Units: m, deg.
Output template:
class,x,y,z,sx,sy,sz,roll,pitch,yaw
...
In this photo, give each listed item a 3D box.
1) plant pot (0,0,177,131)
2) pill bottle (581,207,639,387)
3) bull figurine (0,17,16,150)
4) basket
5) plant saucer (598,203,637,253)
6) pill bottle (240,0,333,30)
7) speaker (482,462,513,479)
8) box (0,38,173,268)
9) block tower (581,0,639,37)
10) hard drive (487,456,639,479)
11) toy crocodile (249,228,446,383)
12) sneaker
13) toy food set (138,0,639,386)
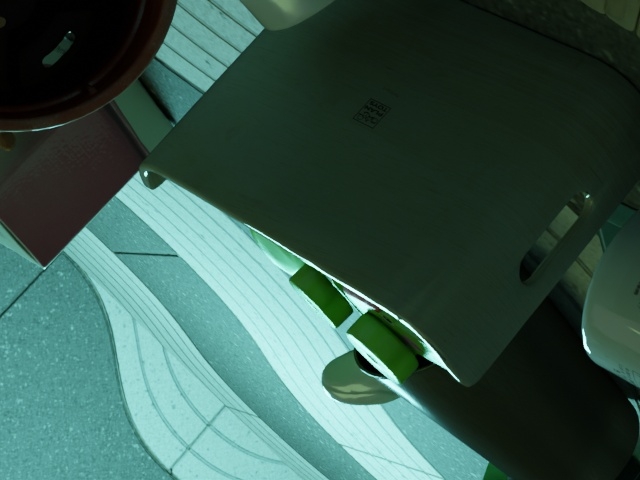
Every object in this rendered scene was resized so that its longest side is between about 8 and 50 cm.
class,x,y,z,sx,sy,sz,roll,pitch,yaw
plant pot,-0.278,-0.231,1.244,0.272,0.272,0.265,45,172,-14
pill bottle,0.293,0.070,0.896,0.229,0.131,0.131,30,161,36
bull figurine,-0.354,-0.238,1.486,0.101,0.188,0.310,30,161,36
basket,0.175,0.130,1.311,0.227,0.154,0.204,44,147,-23
plant saucer,0.253,0.035,1.109,0.067,0.018,0.192,30,160,35
pill bottle,-0.071,-0.253,0.875,0.245,0.136,0.136,49,163,-25
speaker,0.296,0.309,1.404,0.296,0.131,0.131,17,159,11
box,-0.313,-0.105,1.662,0.148,0.232,0.127,24,156,47
block tower,0.202,-0.129,0.652,0.335,0.091,0.097,36,164,19
hard drive,0.338,0.326,1.608,0.339,0.064,0.237,46,164,-19
toy crocodile,0.044,0.029,1.249,0.105,0.115,0.340,47,174,-29
sneaker,0.090,0.100,1.428,0.212,0.080,0.094,-16,127,17
toy food set,0.046,-0.058,0.972,0.306,0.220,0.092,30,161,34
